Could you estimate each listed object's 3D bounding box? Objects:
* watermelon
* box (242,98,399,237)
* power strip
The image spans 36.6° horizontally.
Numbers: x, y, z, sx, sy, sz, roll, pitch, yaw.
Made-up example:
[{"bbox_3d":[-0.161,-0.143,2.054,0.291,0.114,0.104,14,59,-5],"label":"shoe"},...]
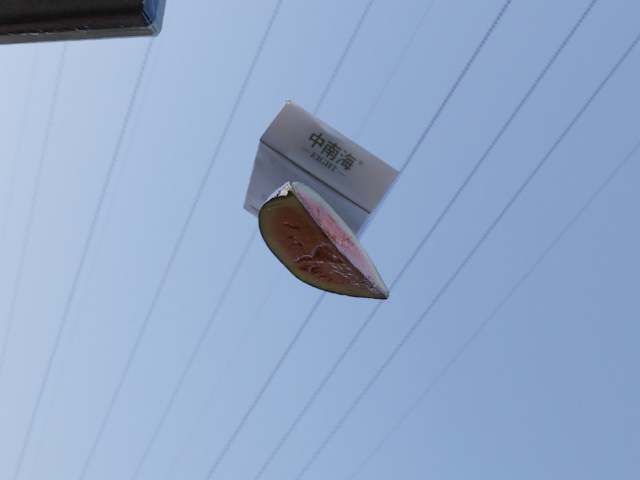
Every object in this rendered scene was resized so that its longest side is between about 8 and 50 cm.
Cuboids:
[{"bbox_3d":[0.001,-0.009,0.969,0.087,0.069,0.163,-9,-46,42],"label":"watermelon"},{"bbox_3d":[-0.008,-0.060,1.175,0.155,0.067,0.243,36,-19,1],"label":"box"},{"bbox_3d":[-0.306,-0.300,1.187,0.256,0.070,0.105,0,-108,14],"label":"power strip"}]
